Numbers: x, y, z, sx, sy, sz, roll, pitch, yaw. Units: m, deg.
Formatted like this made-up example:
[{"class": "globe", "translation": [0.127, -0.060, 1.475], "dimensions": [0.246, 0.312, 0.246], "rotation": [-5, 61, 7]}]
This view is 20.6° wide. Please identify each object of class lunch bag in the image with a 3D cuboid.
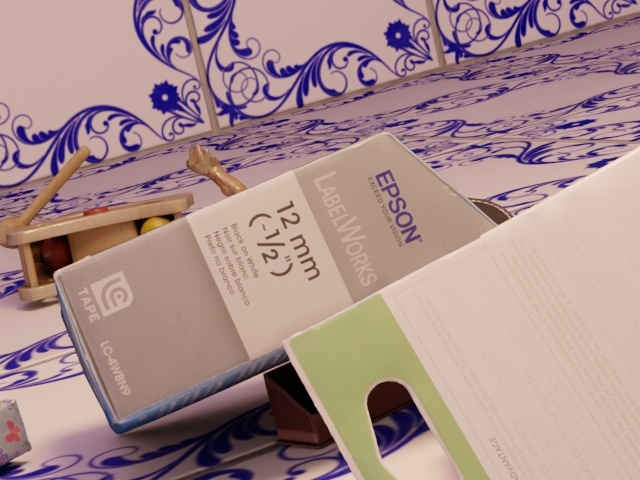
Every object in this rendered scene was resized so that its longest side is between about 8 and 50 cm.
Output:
[{"class": "lunch bag", "translation": [-0.267, 0.149, 1.288], "dimensions": [0.083, 0.053, 0.071], "rotation": [-17, 4, 38]}]

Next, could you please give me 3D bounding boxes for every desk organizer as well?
[{"class": "desk organizer", "translation": [0.026, 0.095, 1.207], "dimensions": [0.130, 0.050, 0.047], "rotation": [-21, 12, -38]}]

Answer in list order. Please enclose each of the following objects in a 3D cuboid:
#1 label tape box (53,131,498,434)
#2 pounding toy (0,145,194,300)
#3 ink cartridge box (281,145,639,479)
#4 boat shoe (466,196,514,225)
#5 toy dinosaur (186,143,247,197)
[{"class": "label tape box", "translation": [-0.005, 0.015, 1.222], "dimensions": [0.348, 0.115, 0.249], "rotation": [-25, -4, -10]}, {"class": "pounding toy", "translation": [-0.264, -0.024, 1.946], "dimensions": [0.269, 0.155, 0.154], "rotation": [-9, 6, 21]}, {"class": "ink cartridge box", "translation": [0.123, 0.071, 0.902], "dimensions": [0.235, 0.171, 0.056], "rotation": [-29, -25, -3]}, {"class": "boat shoe", "translation": [0.077, -0.012, 1.463], "dimensions": [0.285, 0.092, 0.103], "rotation": [-6, 33, -46]}, {"class": "toy dinosaur", "translation": [0.000, 0.000, 1.606], "dimensions": [0.200, 0.127, 0.296], "rotation": [7, 8, -38]}]
